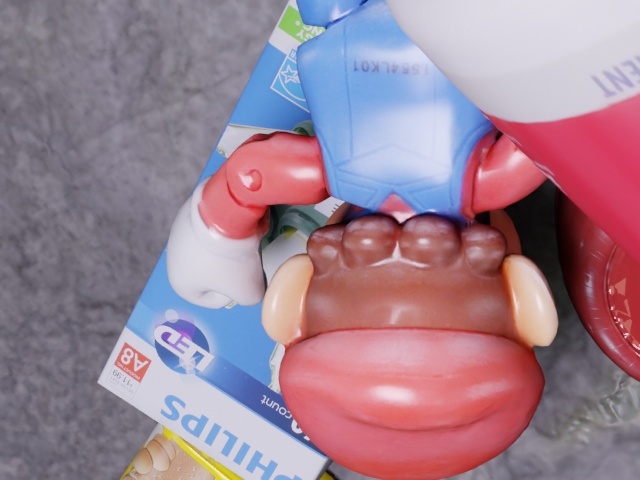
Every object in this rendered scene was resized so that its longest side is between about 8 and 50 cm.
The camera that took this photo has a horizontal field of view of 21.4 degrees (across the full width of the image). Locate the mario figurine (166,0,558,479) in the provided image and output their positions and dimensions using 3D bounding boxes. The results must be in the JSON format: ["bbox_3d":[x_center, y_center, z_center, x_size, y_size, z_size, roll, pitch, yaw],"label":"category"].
[{"bbox_3d":[0.039,-0.050,0.750,0.198,0.170,0.320,15,111,49],"label":"mario figurine"}]

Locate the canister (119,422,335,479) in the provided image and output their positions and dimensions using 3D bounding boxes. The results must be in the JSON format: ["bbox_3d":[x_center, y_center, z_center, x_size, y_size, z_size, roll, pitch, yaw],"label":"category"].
[{"bbox_3d":[-0.076,0.182,0.984,0.126,0.073,0.170,37,118,6],"label":"canister"}]

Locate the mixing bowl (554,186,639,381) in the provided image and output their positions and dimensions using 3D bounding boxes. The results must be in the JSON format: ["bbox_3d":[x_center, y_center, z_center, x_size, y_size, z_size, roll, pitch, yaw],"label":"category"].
[{"bbox_3d":[0.185,0.008,0.791,0.181,0.098,0.181,8,112,21],"label":"mixing bowl"}]

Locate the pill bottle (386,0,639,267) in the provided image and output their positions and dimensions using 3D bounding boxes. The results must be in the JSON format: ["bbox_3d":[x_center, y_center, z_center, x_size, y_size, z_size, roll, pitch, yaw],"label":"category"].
[{"bbox_3d":[0.234,-0.034,0.608,0.229,0.229,0.408,-36,116,30],"label":"pill bottle"}]

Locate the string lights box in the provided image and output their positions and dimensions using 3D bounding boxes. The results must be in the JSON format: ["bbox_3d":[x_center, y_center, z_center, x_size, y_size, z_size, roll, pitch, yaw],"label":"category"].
[{"bbox_3d":[0.000,0.000,0.878,0.133,0.077,0.259,32,119,6],"label":"string lights box"}]
